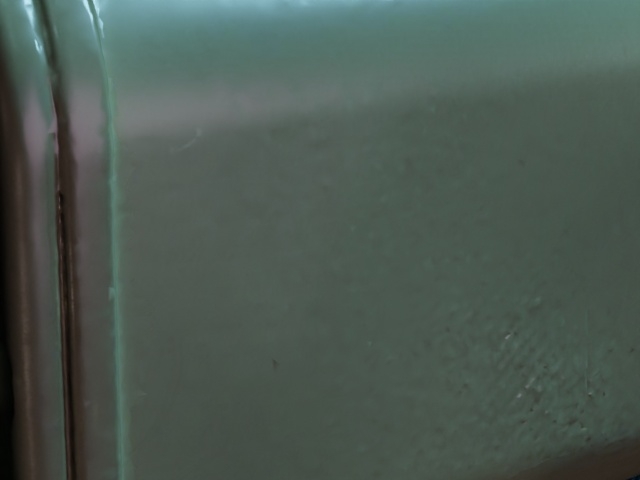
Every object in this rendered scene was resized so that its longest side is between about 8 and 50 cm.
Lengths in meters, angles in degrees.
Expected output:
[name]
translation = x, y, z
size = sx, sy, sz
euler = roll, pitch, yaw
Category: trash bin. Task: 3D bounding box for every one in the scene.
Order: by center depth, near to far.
[trash bin]
translation = 0.000, 0.000, 0.497
size = 0.247, 0.121, 0.243
euler = -11, 115, -26

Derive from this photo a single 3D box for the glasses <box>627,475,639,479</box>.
[glasses]
translation = 0.093, 0.107, 0.651
size = 0.239, 0.102, 0.207
euler = -54, 132, -7
